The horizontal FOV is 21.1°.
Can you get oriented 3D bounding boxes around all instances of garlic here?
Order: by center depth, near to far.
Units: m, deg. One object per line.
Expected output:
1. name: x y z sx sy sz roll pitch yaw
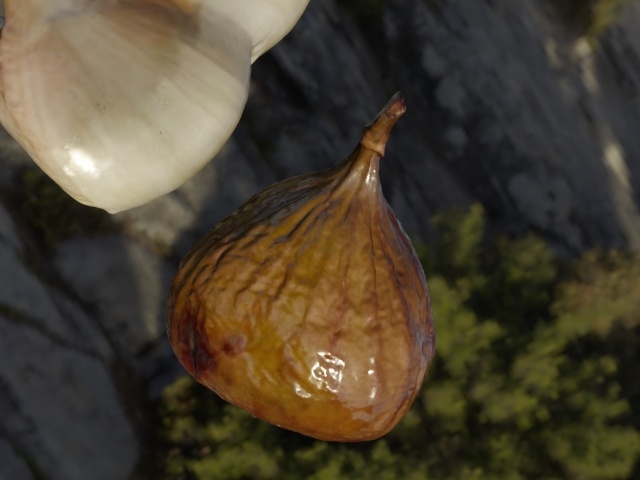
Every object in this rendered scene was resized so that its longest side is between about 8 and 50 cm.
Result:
1. garlic: -0.073 -0.096 0.720 0.124 0.099 0.174 35 69 10

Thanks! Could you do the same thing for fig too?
1. fig: 0.000 0.000 0.905 0.146 0.201 0.134 16 23 9
